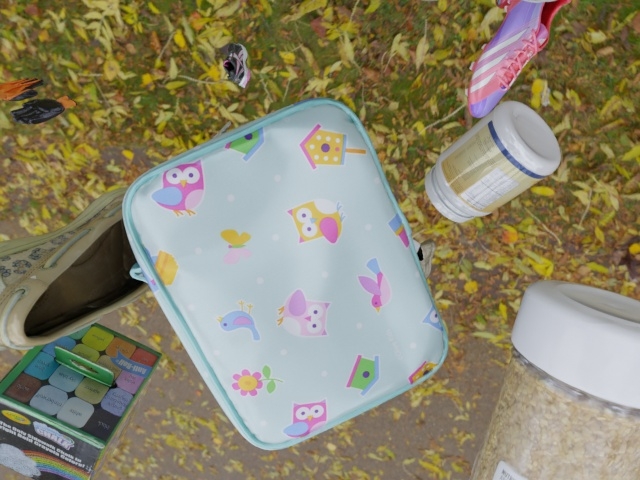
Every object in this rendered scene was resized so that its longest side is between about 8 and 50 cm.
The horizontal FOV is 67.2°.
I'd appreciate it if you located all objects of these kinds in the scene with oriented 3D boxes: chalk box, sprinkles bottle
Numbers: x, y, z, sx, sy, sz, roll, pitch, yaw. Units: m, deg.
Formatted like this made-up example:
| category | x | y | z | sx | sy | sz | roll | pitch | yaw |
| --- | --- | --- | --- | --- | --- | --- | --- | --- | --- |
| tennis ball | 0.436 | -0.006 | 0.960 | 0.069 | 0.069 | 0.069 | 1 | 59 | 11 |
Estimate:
| category | x | y | z | sx | sy | sz | roll | pitch | yaw |
| --- | --- | --- | --- | --- | --- | --- | --- | --- | --- |
| chalk box | -0.392 | 0.251 | 0.781 | 0.180 | 0.179 | 0.288 | 29 | 126 | -7 |
| sprinkles bottle | 0.180 | 0.215 | 0.392 | 0.121 | 0.121 | 0.354 | 14 | 104 | 12 |

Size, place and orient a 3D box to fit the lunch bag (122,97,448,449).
| category | x | y | z | sx | sy | sz | roll | pitch | yaw |
| --- | --- | --- | --- | --- | --- | --- | --- | --- | --- |
| lunch bag | -0.033 | 0.028 | 0.431 | 0.224 | 0.108 | 0.279 | -25 | 102 | -4 |

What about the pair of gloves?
| category | x | y | z | sx | sy | sz | roll | pitch | yaw |
| --- | --- | --- | --- | --- | --- | --- | --- | --- | --- |
| pair of gloves | -0.345 | -0.166 | 0.572 | 0.083 | 0.074 | 0.010 | 34 | 137 | 13 |

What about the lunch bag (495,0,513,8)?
| category | x | y | z | sx | sy | sz | roll | pitch | yaw |
| --- | --- | --- | --- | --- | --- | --- | --- | --- | --- |
| lunch bag | 0.566 | -0.714 | 1.165 | 0.120 | 0.293 | 0.257 | 17 | 87 | -14 |

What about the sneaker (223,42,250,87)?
| category | x | y | z | sx | sy | sz | roll | pitch | yaw |
| --- | --- | --- | --- | --- | --- | --- | --- | --- | --- |
| sneaker | -0.283 | -0.587 | 1.580 | 0.077 | 0.178 | 0.072 | 7 | 142 | -39 |

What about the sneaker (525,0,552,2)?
| category | x | y | z | sx | sy | sz | roll | pitch | yaw |
| --- | --- | --- | --- | --- | --- | --- | --- | --- | --- |
| sneaker | 0.320 | -0.436 | 0.680 | 0.169 | 0.292 | 0.108 | -27 | 130 | 11 |

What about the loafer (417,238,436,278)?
| category | x | y | z | sx | sy | sz | roll | pitch | yaw |
| --- | --- | --- | --- | --- | --- | --- | --- | --- | --- |
| loafer | 0.307 | 0.057 | 1.459 | 0.050 | 0.056 | 0.147 | -6 | 125 | -15 |

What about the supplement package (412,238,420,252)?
| category | x | y | z | sx | sy | sz | roll | pitch | yaw |
| --- | --- | --- | --- | --- | --- | --- | --- | --- | --- |
| supplement package | 0.076 | 0.032 | 1.269 | 0.178 | 0.175 | 0.293 | 30 | 171 | -33 |

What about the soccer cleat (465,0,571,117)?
| category | x | y | z | sx | sy | sz | roll | pitch | yaw |
| --- | --- | --- | --- | --- | --- | --- | --- | --- | --- |
| soccer cleat | 0.340 | -0.330 | 0.843 | 0.095 | 0.083 | 0.247 | 30 | 97 | 42 |

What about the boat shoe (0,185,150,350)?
| category | x | y | z | sx | sy | sz | roll | pitch | yaw |
| --- | --- | --- | --- | --- | --- | --- | --- | --- | --- |
| boat shoe | -0.187 | 0.019 | 0.444 | 0.090 | 0.285 | 0.104 | 5 | 114 | 20 |

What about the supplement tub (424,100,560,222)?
| category | x | y | z | sx | sy | sz | roll | pitch | yaw |
| --- | --- | --- | --- | --- | --- | --- | --- | --- | --- |
| supplement tub | 0.469 | -0.208 | 1.349 | 0.228 | 0.228 | 0.316 | 40 | 138 | -7 |
